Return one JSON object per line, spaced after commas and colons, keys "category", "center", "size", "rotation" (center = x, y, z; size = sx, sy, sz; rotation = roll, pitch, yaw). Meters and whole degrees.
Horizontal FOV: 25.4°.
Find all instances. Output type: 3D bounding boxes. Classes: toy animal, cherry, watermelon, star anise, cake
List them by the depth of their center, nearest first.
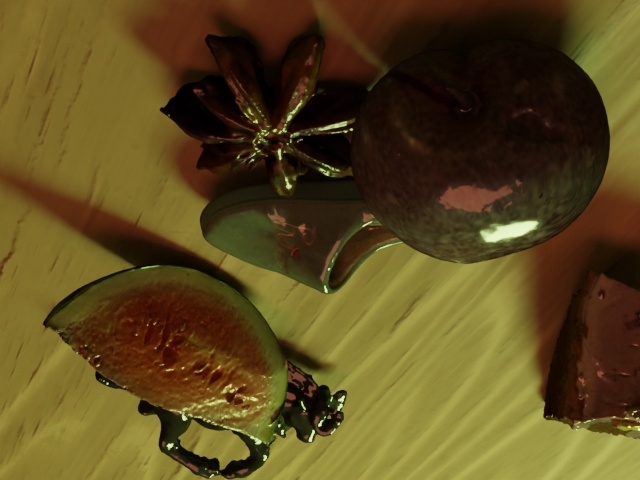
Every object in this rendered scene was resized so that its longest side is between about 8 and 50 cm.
{"category": "cherry", "center": [0.103, -0.053, 0.938], "size": [0.176, 0.140, 0.176], "rotation": [-5, 151, -3]}
{"category": "star anise", "center": [-0.033, -0.085, 0.993], "size": [0.168, 0.057, 0.168], "rotation": [7, 147, 4]}
{"category": "cake", "center": [0.248, 0.132, 1.198], "size": [0.116, 0.113, 0.295], "rotation": [10, 161, 10]}
{"category": "watermelon", "center": [-0.116, 0.088, 1.209], "size": [0.245, 0.119, 0.063], "rotation": [34, 150, -32]}
{"category": "toy animal", "center": [-0.094, 0.152, 1.348], "size": [0.232, 0.084, 0.148], "rotation": [9, 134, 1]}

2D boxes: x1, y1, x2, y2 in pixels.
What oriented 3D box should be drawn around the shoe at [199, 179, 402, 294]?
{"category": "shoe", "center": [0.000, 0.000, 1.083], "size": [0.195, 0.078, 0.079], "rotation": [-8, 158, 14]}
